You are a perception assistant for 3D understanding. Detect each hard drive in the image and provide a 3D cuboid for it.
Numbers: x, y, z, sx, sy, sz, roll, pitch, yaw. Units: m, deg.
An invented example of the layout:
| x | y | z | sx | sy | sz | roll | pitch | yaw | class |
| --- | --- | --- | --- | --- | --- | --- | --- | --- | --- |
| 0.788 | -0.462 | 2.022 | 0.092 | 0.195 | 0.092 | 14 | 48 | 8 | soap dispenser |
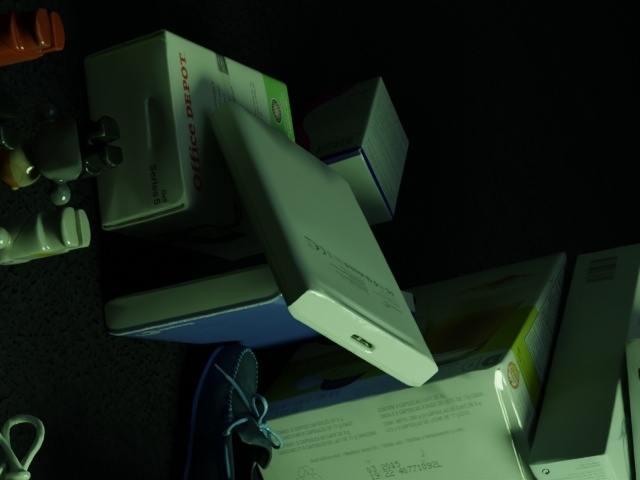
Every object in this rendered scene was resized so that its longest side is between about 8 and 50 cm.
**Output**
| x | y | z | sx | sy | sz | roll | pitch | yaw | class |
| --- | --- | --- | --- | --- | --- | --- | --- | --- | --- |
| -0.058 | 0.078 | 1.909 | 0.318 | 0.210 | 0.040 | 13 | 66 | -62 | hard drive |
| 0.000 | 0.000 | 1.810 | 0.203 | 0.040 | 0.307 | 33 | 22 | -39 | hard drive |

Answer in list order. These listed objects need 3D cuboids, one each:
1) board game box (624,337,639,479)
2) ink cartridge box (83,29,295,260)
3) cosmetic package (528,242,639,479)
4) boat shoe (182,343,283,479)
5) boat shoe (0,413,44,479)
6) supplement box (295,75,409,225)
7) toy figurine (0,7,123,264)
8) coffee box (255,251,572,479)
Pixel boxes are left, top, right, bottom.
| x | y | z | sx | sy | sz | roll | pitch | yaw | class |
| --- | --- | --- | --- | --- | --- | --- | --- | --- | --- |
| 0.398 | 0.275 | 1.919 | 0.193 | 0.053 | 0.305 | 34 | 50 | -56 | board game box |
| -0.135 | -0.099 | 1.952 | 0.273 | 0.114 | 0.198 | 16 | 63 | -61 | ink cartridge box |
| 0.360 | 0.228 | 2.034 | 0.284 | 0.097 | 0.377 | 64 | 29 | -29 | cosmetic package |
| -0.087 | 0.232 | 1.900 | 0.109 | 0.089 | 0.258 | 48 | 41 | -52 | boat shoe |
| -0.278 | 0.222 | 1.455 | 0.367 | 0.156 | 0.136 | 60 | 30 | -30 | boat shoe |
| 0.036 | -0.108 | 2.279 | 0.220 | 0.111 | 0.114 | -75 | 143 | -57 | supplement box |
| -0.297 | -0.087 | 1.602 | 0.213 | 0.148 | 0.209 | -79 | 151 | -45 | toy figurine |
| 0.160 | 0.256 | 2.113 | 0.338 | 0.337 | 0.334 | 68 | 27 | -15 | coffee box |
